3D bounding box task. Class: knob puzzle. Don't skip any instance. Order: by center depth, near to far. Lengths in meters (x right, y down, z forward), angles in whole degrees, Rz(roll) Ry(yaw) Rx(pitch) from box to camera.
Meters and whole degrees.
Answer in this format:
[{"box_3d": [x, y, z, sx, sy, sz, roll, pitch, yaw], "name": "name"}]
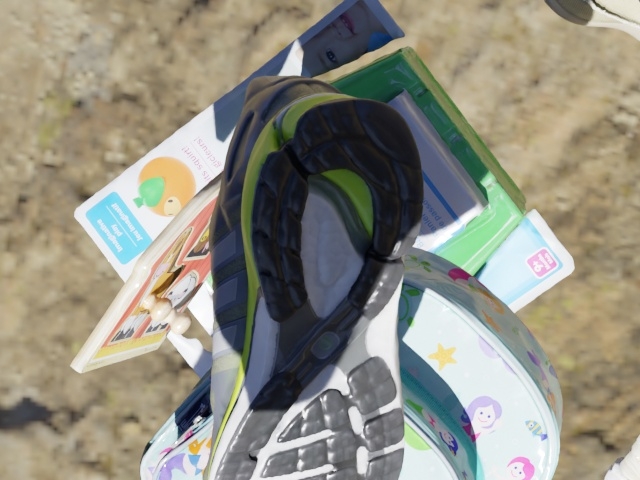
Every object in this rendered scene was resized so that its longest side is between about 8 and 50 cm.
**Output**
[{"box_3d": [-0.095, 0.017, 1.312, 0.030, 0.213, 0.213, 37, 112, 10], "name": "knob puzzle"}]

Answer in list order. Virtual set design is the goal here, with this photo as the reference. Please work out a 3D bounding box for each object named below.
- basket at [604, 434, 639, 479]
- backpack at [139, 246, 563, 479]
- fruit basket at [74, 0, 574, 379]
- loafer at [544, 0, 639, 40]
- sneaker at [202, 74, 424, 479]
[{"box_3d": [0.445, 0.167, 1.204, 0.331, 0.328, 0.266, 53, 146, 28], "name": "basket"}, {"box_3d": [0.028, 0.135, 1.132, 0.253, 0.191, 0.225, -44, 89, 11], "name": "backpack"}, {"box_3d": [0.000, 0.000, 1.595, 0.353, 0.165, 0.327, -36, 93, 6], "name": "fruit basket"}, {"box_3d": [0.289, -0.232, 1.536, 0.092, 0.268, 0.102, -8, 75, 45], "name": "loafer"}, {"box_3d": [-0.013, 0.046, 0.950, 0.121, 0.111, 0.300, -122, 39, -60], "name": "sneaker"}]
